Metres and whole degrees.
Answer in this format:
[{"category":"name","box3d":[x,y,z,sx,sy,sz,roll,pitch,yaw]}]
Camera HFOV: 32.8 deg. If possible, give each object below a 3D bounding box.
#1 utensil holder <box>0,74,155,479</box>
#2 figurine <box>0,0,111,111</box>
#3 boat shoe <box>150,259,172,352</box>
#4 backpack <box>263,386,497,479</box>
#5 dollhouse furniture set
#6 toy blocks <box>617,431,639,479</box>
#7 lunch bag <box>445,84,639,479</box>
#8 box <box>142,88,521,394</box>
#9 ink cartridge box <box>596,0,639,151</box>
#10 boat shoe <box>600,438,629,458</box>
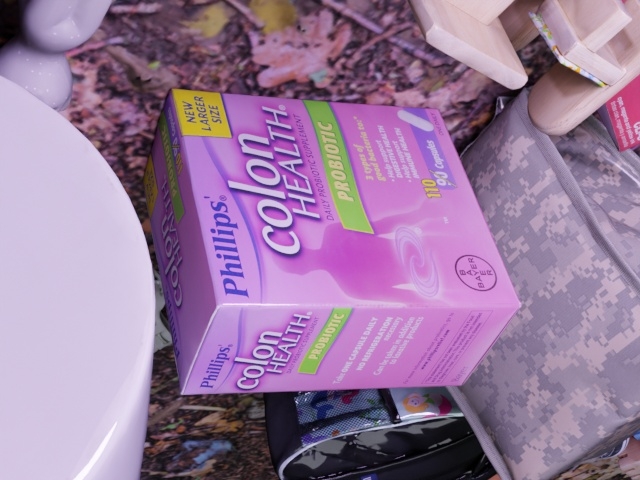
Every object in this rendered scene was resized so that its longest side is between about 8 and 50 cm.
[{"category":"utensil holder","box3d":[-0.262,0.119,0.640,0.328,0.327,0.385,-5,149,-16]},{"category":"figurine","box3d":[-0.232,-0.153,0.696,0.215,0.092,0.209,6,146,-29]},{"category":"boat shoe","box3d":[-0.176,0.042,0.980,0.076,0.083,0.226,-22,157,-13]},{"category":"backpack","box3d":[0.078,0.189,1.162,0.254,0.191,0.225,-11,146,4]},{"category":"dollhouse furniture set","box3d":[0.038,-0.172,0.633,0.212,0.242,0.161,20,130,-39]},{"category":"toy blocks","box3d":[0.508,0.245,1.441,0.261,0.190,0.381,-26,133,27]},{"category":"lunch bag","box3d":[0.200,0.036,0.951,0.169,0.287,0.235,-10,150,-44]},{"category":"box","box3d":[0.000,0.000,0.866,0.243,0.213,0.117,1,140,-22]},{"category":"ink cartridge box","box3d":[0.272,-0.179,0.812,0.176,0.128,0.127,-25,143,11]},{"category":"boat shoe","box3d":[0.283,0.190,1.262,0.108,0.102,0.301,-11,135,27]}]
